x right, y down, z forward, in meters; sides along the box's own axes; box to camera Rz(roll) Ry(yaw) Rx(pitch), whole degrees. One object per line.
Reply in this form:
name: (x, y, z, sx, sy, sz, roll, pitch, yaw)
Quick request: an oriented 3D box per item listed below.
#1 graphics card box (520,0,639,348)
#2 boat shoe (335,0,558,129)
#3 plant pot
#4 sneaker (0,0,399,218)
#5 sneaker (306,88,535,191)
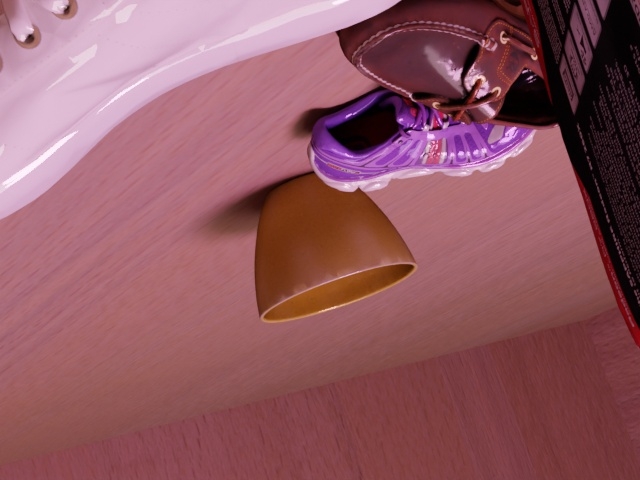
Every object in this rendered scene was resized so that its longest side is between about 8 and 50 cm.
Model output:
graphics card box: (0.135, -0.099, 0.357, 0.094, 0.233, 0.371, -16, 167, 5)
boat shoe: (0.090, -0.104, 0.640, 0.207, 0.073, 0.073, -3, 161, -47)
plant pot: (0.000, 0.000, 0.893, 0.134, 0.095, 0.134, -18, 167, -4)
sneaker: (-0.099, -0.093, 0.377, 0.290, 0.106, 0.123, -28, 161, -1)
sneaker: (0.074, -0.078, 0.745, 0.170, 0.068, 0.071, -18, 162, -2)
